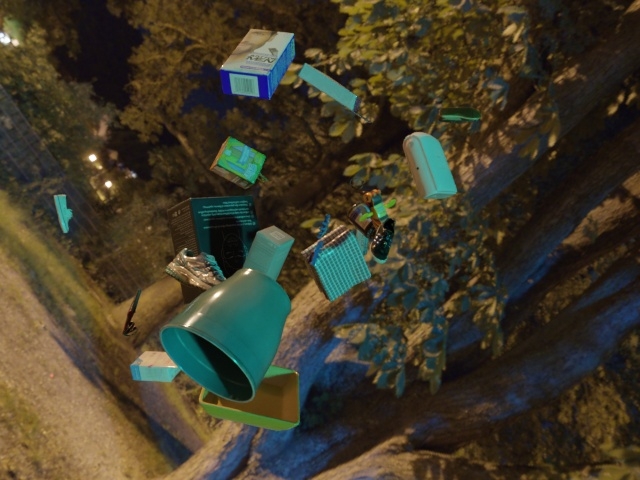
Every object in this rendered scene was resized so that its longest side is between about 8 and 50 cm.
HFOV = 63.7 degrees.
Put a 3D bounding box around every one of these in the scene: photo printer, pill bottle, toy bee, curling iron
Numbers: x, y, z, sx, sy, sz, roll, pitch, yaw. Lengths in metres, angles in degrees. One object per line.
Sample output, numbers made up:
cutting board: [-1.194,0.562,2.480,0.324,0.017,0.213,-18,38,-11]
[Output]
photo printer: [0.491,-0.342,2.327,0.107,0.256,0.307,-23,-101,35]
pill bottle: [0.243,-0.083,2.572,0.219,0.123,0.122,45,-19,29]
toy bee: [0.240,-0.160,2.359,0.298,0.195,0.162,41,-18,-4]
curling iron: [-0.857,0.331,2.369,0.273,0.068,0.035,-96,175,-49]

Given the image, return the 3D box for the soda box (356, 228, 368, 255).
soda box: [0.231,-0.013,2.837,0.058,0.063,0.183,-38,134,-70]

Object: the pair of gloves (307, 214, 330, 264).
pair of gloves: [0.000,0.000,1.813,0.023,0.198,0.159,21,9,7]

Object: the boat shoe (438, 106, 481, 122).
boat shoe: [0.501,-0.451,1.866,0.049,0.153,0.056,96,0,-59]

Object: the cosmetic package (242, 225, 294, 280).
cosmetic package: [-0.195,0.081,1.791,0.107,0.237,0.127,33,21,12]

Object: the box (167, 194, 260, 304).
box: [-0.408,0.035,2.075,0.212,0.294,0.394,-18,-98,47]

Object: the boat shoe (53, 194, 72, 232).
boat shoe: [-0.652,-0.069,1.315,0.035,0.035,0.100,-23,-98,60]

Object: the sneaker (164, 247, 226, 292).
sneaker: [-0.364,0.101,1.627,0.283,0.122,0.110,21,-15,26]

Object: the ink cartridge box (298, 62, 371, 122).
ink cartridge box: [0.083,-0.605,2.131,0.330,0.071,0.324,32,15,-1]

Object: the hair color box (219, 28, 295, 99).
hair color box: [-0.229,-0.674,1.947,0.185,0.338,0.110,10,-44,9]

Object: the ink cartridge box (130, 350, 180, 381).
ink cartridge box: [-0.550,0.438,1.791,0.104,0.182,0.061,-53,140,-69]

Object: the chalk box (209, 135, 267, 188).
chalk box: [-0.308,-0.298,2.057,0.213,0.131,0.132,27,-14,-20]

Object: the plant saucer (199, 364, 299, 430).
plant saucer: [-0.244,0.537,1.798,0.333,0.080,0.333,16,15,-7]

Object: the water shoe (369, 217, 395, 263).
water shoe: [0.235,-0.006,1.933,0.073,0.203,0.080,20,-42,-5]

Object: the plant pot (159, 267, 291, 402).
plant pot: [-0.213,0.215,1.291,0.272,0.255,0.271,20,-41,19]

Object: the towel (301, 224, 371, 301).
towel: [0.074,0.106,2.197,0.121,0.235,0.283,35,-23,51]
